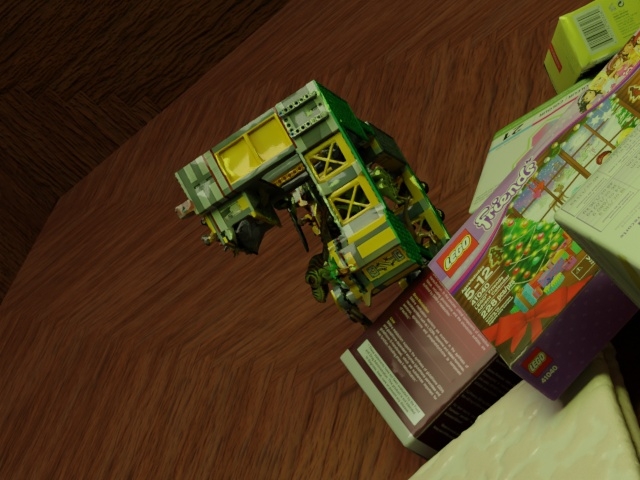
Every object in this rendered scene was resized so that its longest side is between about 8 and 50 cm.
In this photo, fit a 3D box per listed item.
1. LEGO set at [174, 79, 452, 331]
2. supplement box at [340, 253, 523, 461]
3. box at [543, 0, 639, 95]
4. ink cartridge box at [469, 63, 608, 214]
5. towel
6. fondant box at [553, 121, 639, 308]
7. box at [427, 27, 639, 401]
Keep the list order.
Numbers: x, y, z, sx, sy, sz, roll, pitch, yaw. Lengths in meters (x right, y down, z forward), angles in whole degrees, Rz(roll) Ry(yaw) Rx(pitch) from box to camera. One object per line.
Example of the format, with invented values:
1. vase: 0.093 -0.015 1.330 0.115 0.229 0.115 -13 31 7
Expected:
1. LEGO set: 0.000 0.000 1.694 0.192 0.255 0.331 -33 -9 13
2. supplement box: 0.144 0.070 1.533 0.239 0.073 0.130 -47 46 10
3. box: 0.280 -0.195 1.755 0.087 0.058 0.232 -25 -5 2
4. ink cartridge box: 0.234 -0.036 1.620 0.189 0.097 0.255 -32 22 38
5. towel: 0.121 0.247 1.328 0.332 0.053 0.317 -42 18 15
6. fondant box: 0.294 0.063 1.013 0.096 0.238 0.330 -46 17 0
7. box: 0.230 -0.034 1.389 0.293 0.057 0.201 -49 26 7
